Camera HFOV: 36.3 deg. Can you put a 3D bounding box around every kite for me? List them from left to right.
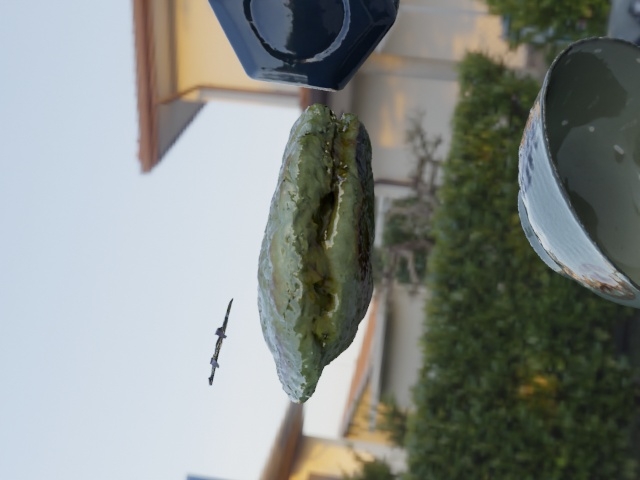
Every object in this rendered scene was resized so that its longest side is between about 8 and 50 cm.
[{"bbox_3d":[-0.131,0.136,1.258,0.229,0.016,0.127,154,128,-84],"label":"kite"}]

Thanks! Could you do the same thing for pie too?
[{"bbox_3d":[0.000,0.000,0.761,0.201,0.090,0.248,98,178,-48],"label":"pie"}]

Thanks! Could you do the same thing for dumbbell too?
[{"bbox_3d":[0.004,-0.263,0.901,0.160,0.144,0.325,-51,12,30],"label":"dumbbell"}]

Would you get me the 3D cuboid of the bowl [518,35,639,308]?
[{"bbox_3d":[0.330,-0.049,1.109,0.157,0.337,0.337,-37,33,50],"label":"bowl"}]
